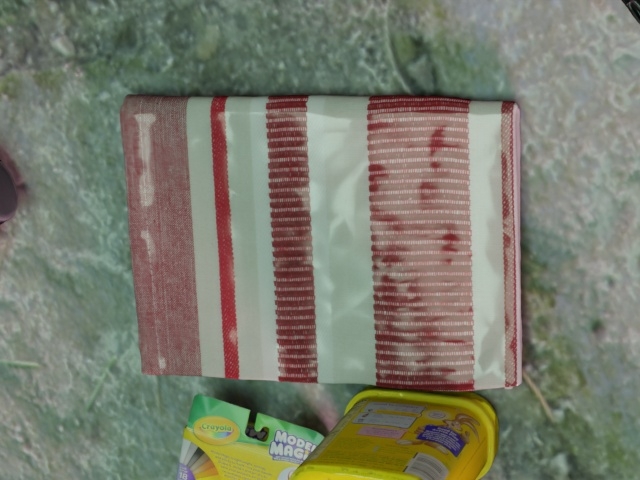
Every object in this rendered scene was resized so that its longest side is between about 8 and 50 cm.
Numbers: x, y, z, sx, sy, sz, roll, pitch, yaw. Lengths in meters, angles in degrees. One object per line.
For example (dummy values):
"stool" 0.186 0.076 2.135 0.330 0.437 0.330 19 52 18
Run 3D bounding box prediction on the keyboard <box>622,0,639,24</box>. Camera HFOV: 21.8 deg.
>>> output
"keyboard" 0.301 -0.193 1.165 0.201 0.033 0.317 -37 90 19

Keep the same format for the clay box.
"clay box" -0.062 0.239 1.416 0.127 0.053 0.222 17 110 14

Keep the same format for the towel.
"towel" 0.000 0.000 1.334 0.329 0.037 0.237 2 104 18

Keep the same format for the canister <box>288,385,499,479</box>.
"canister" 0.057 0.175 1.287 0.126 0.170 0.073 4 107 20

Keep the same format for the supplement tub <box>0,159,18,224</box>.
"supplement tub" -0.354 -0.009 1.423 0.198 0.106 0.106 -26 95 26
